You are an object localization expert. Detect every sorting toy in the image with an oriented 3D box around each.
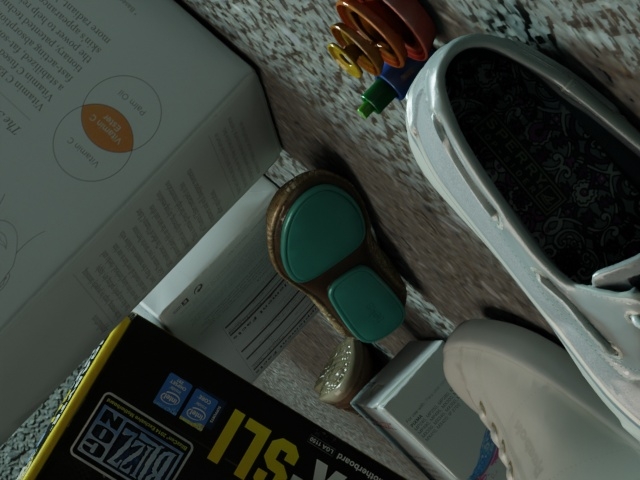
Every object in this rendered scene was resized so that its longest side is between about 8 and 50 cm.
[{"bbox_3d":[0.038,-0.068,0.841,0.102,0.042,0.061,45,172,-11],"label":"sorting toy"}]

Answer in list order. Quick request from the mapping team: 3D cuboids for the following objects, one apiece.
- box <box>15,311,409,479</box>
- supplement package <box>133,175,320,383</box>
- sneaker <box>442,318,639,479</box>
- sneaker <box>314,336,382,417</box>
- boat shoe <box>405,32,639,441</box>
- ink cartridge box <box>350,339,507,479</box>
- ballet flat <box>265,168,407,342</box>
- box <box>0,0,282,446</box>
[{"bbox_3d":[-0.079,0.242,1.477,0.322,0.257,0.079,33,166,-10],"label":"box"},{"bbox_3d":[-0.100,0.013,1.579,0.139,0.134,0.244,40,171,21],"label":"supplement package"},{"bbox_3d":[0.137,0.140,1.142,0.106,0.123,0.290,47,172,-35],"label":"sneaker"},{"bbox_3d":[0.041,0.129,1.807,0.071,0.066,0.188,27,177,-3],"label":"sneaker"},{"bbox_3d":[0.117,0.012,0.739,0.227,0.079,0.081,46,176,7],"label":"boat shoe"},{"bbox_3d":[0.117,0.157,1.483,0.175,0.072,0.127,44,172,-4],"label":"ink cartridge box"},{"bbox_3d":[0.000,0.000,1.289,0.067,0.073,0.206,55,176,33],"label":"ballet flat"},{"bbox_3d":[-0.223,-0.024,1.248,0.215,0.345,0.168,42,172,14],"label":"box"}]
